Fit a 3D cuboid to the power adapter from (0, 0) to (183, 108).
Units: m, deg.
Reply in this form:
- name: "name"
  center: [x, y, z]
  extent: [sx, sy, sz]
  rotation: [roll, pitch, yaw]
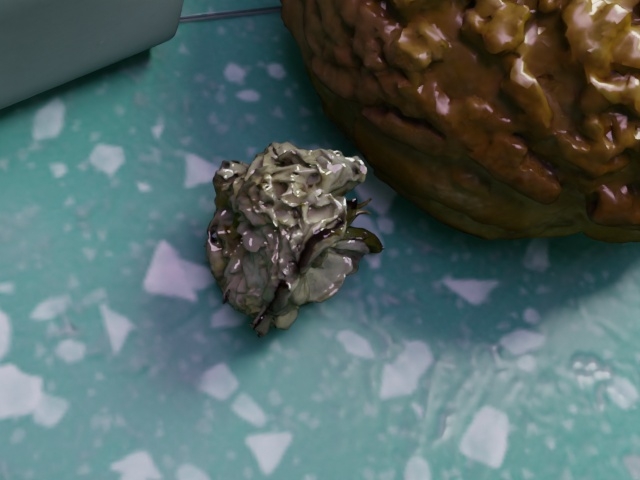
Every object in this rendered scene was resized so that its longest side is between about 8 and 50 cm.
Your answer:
- name: "power adapter"
  center: [-0.150, -0.164, 0.543]
  extent: [0.255, 0.187, 0.124]
  rotation: [-27, 79, -23]

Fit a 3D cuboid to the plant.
- name: "plant"
  center: [0.000, 0.000, 0.566]
  extent: [0.122, 0.116, 0.104]
  rotation: [4, 80, -35]

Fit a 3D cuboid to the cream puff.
- name: "cream puff"
  center: [0.145, -0.164, 0.598]
  extent: [0.327, 0.231, 0.343]
  rotation: [-15, 73, -16]
